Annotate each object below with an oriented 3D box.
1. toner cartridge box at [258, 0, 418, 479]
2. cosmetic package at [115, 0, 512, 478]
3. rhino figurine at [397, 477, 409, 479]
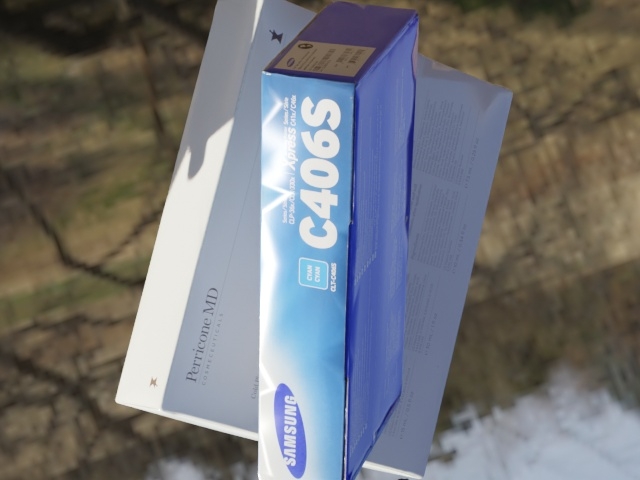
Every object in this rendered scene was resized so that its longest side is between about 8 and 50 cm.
[{"bbox_3d":[0.013,0.007,1.477,0.075,0.347,0.165,10,-153,17],"label":"toner cartridge box"},{"bbox_3d":[0.000,0.000,1.732,0.284,0.377,0.097,19,171,-33],"label":"cosmetic package"},{"bbox_3d":[-0.007,0.240,1.530,0.243,0.073,0.106,-16,172,-11],"label":"rhino figurine"}]
